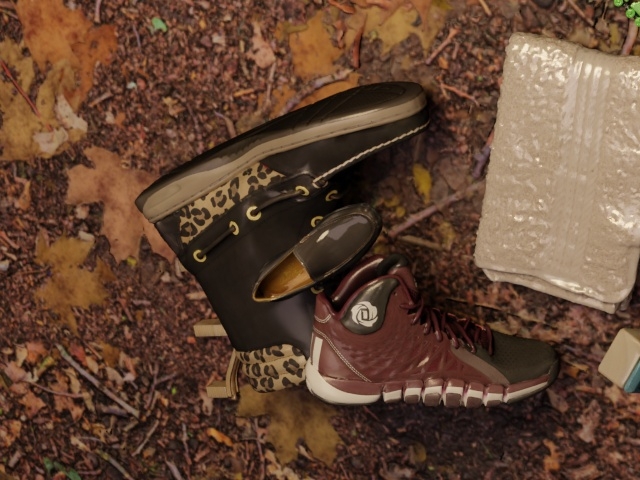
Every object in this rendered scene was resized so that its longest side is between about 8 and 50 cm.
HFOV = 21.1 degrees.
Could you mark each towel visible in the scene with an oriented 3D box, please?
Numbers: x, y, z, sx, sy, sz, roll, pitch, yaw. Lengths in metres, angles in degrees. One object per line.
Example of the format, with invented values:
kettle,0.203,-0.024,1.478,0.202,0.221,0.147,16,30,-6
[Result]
towel,0.264,-0.070,1.813,0.187,0.049,0.282,16,114,24

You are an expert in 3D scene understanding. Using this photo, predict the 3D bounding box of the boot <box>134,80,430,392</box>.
boot,0.000,0.000,1.940,0.377,0.138,0.284,-21,101,25

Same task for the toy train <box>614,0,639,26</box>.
toy train,0.305,-0.250,1.744,0.083,0.017,0.024,47,114,8

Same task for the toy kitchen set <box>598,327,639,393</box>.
toy kitchen set,0.409,0.088,1.694,0.166,0.122,0.207,39,111,36

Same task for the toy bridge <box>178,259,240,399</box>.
toy bridge,-0.124,0.107,2.114,0.063,0.026,0.188,-4,105,30

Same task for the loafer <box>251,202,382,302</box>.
loafer,-0.004,0.020,1.841,0.170,0.061,0.062,-38,94,28

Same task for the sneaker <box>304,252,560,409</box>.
sneaker,0.123,0.091,1.855,0.281,0.106,0.162,-3,112,-6
